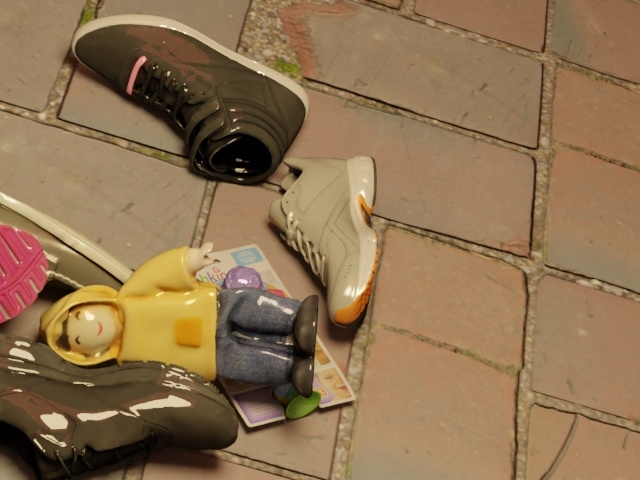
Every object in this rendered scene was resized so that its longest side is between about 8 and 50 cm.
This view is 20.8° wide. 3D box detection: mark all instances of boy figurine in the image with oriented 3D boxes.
[{"bbox_3d":[-0.143,0.085,1.766,0.285,0.177,0.092,8,16,-2],"label":"boy figurine"}]

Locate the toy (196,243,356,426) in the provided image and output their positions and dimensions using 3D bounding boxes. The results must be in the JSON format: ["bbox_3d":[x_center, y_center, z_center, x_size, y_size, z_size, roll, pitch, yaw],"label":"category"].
[{"bbox_3d":[-0.068,0.086,1.877,0.137,0.056,0.237,-12,54,-31],"label":"toy"}]

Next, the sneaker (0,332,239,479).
[{"bbox_3d":[-0.224,0.183,1.707,0.286,0.109,0.130,8,54,-3],"label":"sneaker"}]

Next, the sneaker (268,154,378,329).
[{"bbox_3d":[0.000,0.000,1.969,0.121,0.099,0.262,6,39,-6],"label":"sneaker"}]

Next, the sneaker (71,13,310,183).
[{"bbox_3d":[-0.159,-0.164,2.037,0.296,0.104,0.147,21,39,-8],"label":"sneaker"}]

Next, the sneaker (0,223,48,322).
[{"bbox_3d":[-0.391,0.058,1.721,0.252,0.111,0.103,-25,98,-29],"label":"sneaker"}]

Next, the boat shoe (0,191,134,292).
[{"bbox_3d":[-0.324,0.002,1.830,0.305,0.109,0.091,32,85,-7],"label":"boat shoe"}]
